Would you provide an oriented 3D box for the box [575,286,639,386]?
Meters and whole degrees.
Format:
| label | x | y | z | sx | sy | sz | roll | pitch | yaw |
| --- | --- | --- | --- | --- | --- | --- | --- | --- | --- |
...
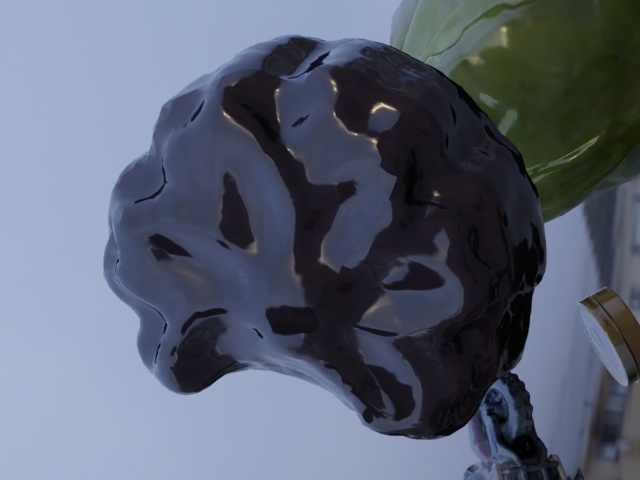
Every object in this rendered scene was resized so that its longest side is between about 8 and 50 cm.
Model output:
| label | x | y | z | sx | sy | sz | roll | pitch | yaw |
| --- | --- | --- | --- | --- | --- | --- | --- | --- | --- |
| box | 0.310 | 0.101 | 1.558 | 0.106 | 0.037 | 0.105 | 61 | 177 | 6 |

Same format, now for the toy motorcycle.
| label | x | y | z | sx | sy | sz | roll | pitch | yaw |
| --- | --- | --- | --- | --- | --- | --- | --- | --- | --- |
| toy motorcycle | 0.168 | 0.261 | 1.445 | 0.204 | 0.108 | 0.239 | 137 | 139 | -62 |

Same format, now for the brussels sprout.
| label | x | y | z | sx | sy | sz | roll | pitch | yaw |
| --- | --- | --- | --- | --- | --- | --- | --- | --- | --- |
| brussels sprout | 0.274 | -0.214 | 1.748 | 0.342 | 0.361 | 0.425 | -78 | -27 | -46 |

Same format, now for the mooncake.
| label | x | y | z | sx | sy | sz | roll | pitch | yaw |
| --- | --- | --- | --- | --- | --- | --- | --- | --- | --- |
| mooncake | 0.000 | 0.000 | 1.298 | 0.212 | 0.381 | 0.351 | -54 | -37 | -63 |
